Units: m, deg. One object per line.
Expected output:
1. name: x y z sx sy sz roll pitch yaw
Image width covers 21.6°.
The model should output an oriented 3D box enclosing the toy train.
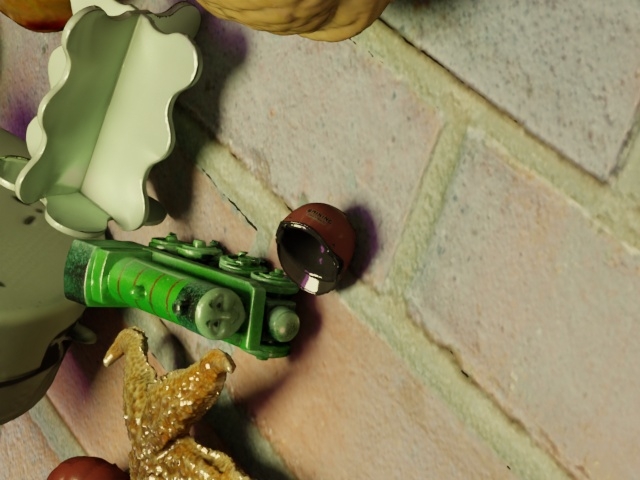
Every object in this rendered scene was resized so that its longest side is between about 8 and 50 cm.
1. toy train: -0.118 0.044 1.439 0.251 0.119 0.085 15 100 55

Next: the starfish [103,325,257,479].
1. starfish: -0.123 0.198 1.444 0.302 0.060 0.299 -40 62 59

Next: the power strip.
1. power strip: -0.381 0.027 1.631 0.357 0.357 0.161 57 132 38

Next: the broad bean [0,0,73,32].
1. broad bean: -0.240 -0.279 1.621 0.228 0.156 0.122 -21 113 45

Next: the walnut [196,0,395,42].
1. walnut: -0.020 -0.253 1.228 0.261 0.225 0.225 34 116 51

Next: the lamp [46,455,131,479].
1. lamp: -0.216 0.250 1.590 0.101 0.090 0.101 16 125 23

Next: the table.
1. table: -0.189 -0.125 1.507 0.166 0.166 0.198 49 126 43

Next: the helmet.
1. helmet: 0.001 0.000 1.333 0.065 0.049 0.084 33 149 13
